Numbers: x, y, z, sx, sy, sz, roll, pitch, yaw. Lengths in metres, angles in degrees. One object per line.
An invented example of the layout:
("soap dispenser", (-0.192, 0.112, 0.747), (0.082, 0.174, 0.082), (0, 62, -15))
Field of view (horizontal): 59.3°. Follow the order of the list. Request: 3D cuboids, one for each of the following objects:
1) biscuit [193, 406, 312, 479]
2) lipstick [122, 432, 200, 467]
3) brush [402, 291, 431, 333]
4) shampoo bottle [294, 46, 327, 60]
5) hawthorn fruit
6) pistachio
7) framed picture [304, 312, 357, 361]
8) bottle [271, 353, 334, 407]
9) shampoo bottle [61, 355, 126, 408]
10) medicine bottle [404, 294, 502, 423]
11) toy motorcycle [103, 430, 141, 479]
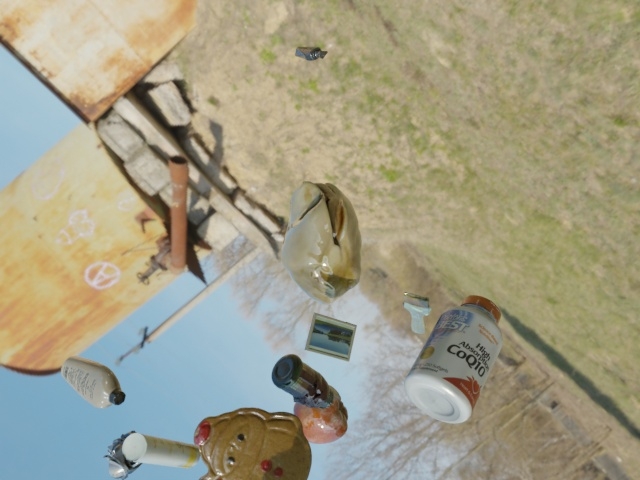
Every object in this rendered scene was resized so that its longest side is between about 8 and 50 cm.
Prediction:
("biscuit", (-0.222, 0.681, 1.751), (0.380, 0.359, 0.074), (27, 161, -3))
("lipstick", (-0.350, 0.474, 1.261), (0.059, 0.059, 0.264), (50, 175, 27))
("brush", (0.286, 0.223, 1.654), (0.085, 0.020, 0.337), (14, 158, 18))
("shampoo bottle", (-0.026, -0.483, 1.450), (0.027, 0.048, 0.137), (56, 170, -32))
("hawthorn fruit", (-0.001, 0.719, 2.304), (0.235, 0.263, 0.231), (48, -148, 7))
("pistachio", (0.000, 0.000, 1.893), (0.365, 0.281, 0.446), (115, 148, -51))
("framed picture", (0.032, 0.277, 1.608), (0.149, 0.109, 0.011), (20, 165, -27))
("bottle", (-0.058, 0.535, 2.075), (0.271, 0.143, 0.156), (45, 176, -36))
("shampoo bottle", (-0.686, 0.432, 1.709), (0.256, 0.127, 0.078), (18, -176, 34))
("medicine bottle", (0.319, 0.258, 1.292), (0.156, 0.289, 0.157), (25, 143, 20))
("toy motorcycle", (-0.645, 0.707, 1.865), (0.270, 0.159, 0.106), (-11, 110, 53))
